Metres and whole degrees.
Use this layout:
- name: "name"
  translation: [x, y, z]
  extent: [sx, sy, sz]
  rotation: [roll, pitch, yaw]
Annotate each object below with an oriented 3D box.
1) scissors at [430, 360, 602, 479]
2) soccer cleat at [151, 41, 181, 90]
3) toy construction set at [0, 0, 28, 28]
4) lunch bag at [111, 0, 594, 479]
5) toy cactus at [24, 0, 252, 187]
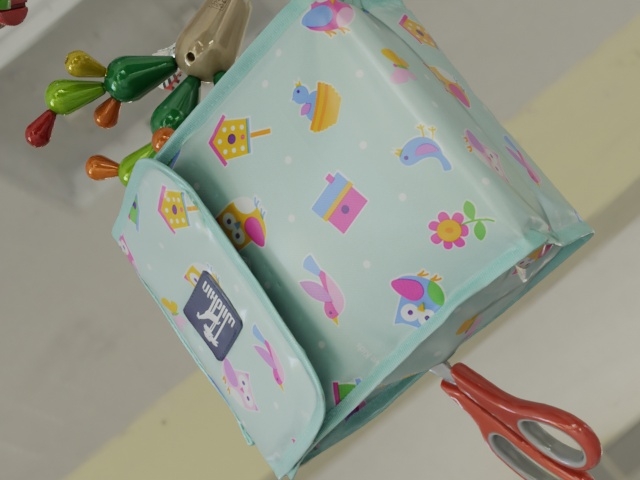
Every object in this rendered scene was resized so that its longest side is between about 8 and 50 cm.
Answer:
- name: "scissors"
  translation: [0.093, 0.106, 1.193]
  extent: [0.021, 0.297, 0.109]
  rotation: [-48, -18, -28]
- name: "soccer cleat"
  translation: [-0.142, -0.174, 1.471]
  extent: [0.036, 0.029, 0.083]
  rotation: [21, -39, -17]
- name: "toy construction set"
  translation: [-0.360, -0.292, 1.316]
  extent: [0.258, 0.309, 0.237]
  rotation: [-1, -77, -28]
- name: "lunch bag"
  translation: [0.000, 0.000, 0.996]
  extent: [0.262, 0.223, 0.160]
  rotation: [-42, -14, 22]
- name: "toy cactus"
  translation: [-0.109, -0.115, 1.168]
  extent: [0.112, 0.219, 0.180]
  rotation: [48, -119, -54]
